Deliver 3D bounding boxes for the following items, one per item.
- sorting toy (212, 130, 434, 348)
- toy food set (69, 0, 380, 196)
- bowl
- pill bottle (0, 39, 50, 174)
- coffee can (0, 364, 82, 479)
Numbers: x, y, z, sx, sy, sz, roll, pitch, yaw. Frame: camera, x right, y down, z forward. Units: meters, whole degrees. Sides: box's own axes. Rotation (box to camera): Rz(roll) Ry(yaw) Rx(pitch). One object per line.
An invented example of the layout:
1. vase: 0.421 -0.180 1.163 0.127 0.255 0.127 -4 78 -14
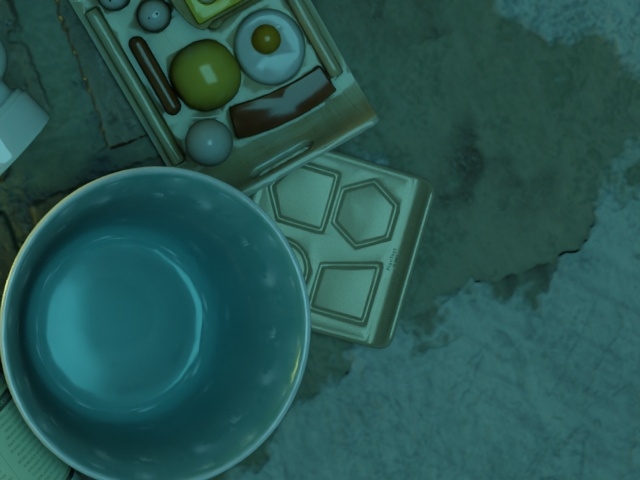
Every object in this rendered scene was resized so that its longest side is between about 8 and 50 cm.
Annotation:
1. sorting toy: 0.000 0.000 1.847 0.208 0.038 0.193 16 90 -10
2. toy food set: -0.108 -0.201 1.751 0.219 0.092 0.306 -29 100 1
3. bowl: -0.183 0.085 1.717 0.311 0.163 0.311 0 89 -23
4. pill bottle: -0.412 -0.179 1.656 0.301 0.169 0.169 44 83 -12
5. coffee can: -0.390 0.178 1.669 0.201 0.201 0.275 -35 101 -10
